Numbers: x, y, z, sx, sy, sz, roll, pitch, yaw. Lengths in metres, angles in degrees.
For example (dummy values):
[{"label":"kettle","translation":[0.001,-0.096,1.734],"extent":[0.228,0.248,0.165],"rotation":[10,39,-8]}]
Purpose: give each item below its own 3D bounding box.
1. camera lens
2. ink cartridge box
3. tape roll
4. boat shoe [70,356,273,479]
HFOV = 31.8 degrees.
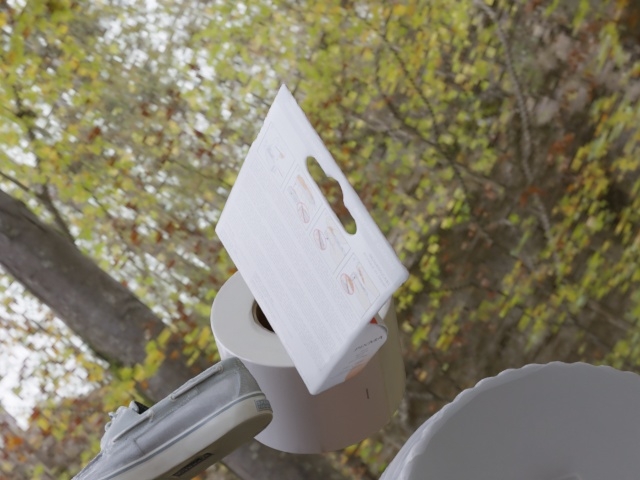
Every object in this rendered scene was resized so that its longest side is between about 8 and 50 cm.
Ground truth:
[{"label":"camera lens","translation":[0.116,0.219,0.627],"extent":[0.219,0.219,0.274],"rotation":[-37,-24,-28]},{"label":"ink cartridge box","translation":[0.000,0.000,0.722],"extent":[0.045,0.145,0.179],"rotation":[-21,-20,-32]},{"label":"tape roll","translation":[-0.013,0.144,1.523],"extent":[0.246,0.246,0.169],"rotation":[-36,-45,-29]},{"label":"boat shoe","translation":[-0.152,0.183,1.024],"extent":[0.228,0.081,0.079],"rotation":[-31,-25,7]}]
